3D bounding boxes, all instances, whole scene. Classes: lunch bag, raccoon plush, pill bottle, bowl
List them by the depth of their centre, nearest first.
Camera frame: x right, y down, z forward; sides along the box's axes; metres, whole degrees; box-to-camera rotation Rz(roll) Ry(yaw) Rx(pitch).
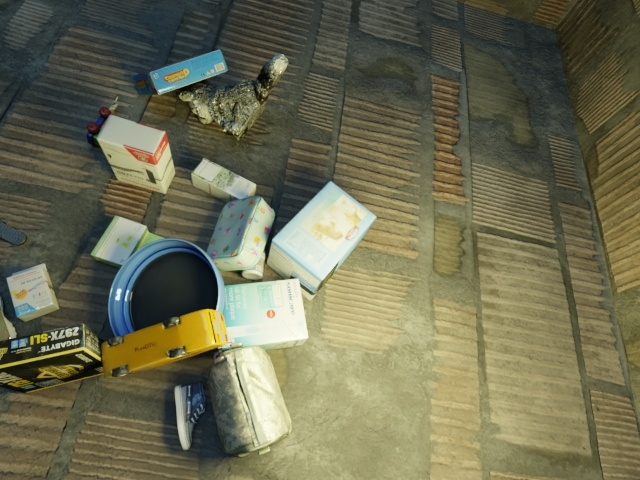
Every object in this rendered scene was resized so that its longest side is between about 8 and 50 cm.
[{"bbox_3d":[-0.216,0.473,1.215,0.213,0.256,0.305,-14,68,-19],"label":"lunch bag"},{"bbox_3d":[-0.492,0.190,1.312,0.392,0.077,0.390,-3,75,12],"label":"bowl"},{"bbox_3d":[-0.295,-0.027,1.478,0.108,0.224,0.279,44,49,-40],"label":"lunch bag"},{"bbox_3d":[-0.246,0.070,1.507,0.078,0.078,0.137,8,63,-9],"label":"pill bottle"},{"bbox_3d":[-0.363,-0.643,1.669,0.299,0.446,0.216,38,19,-8],"label":"raccoon plush"}]

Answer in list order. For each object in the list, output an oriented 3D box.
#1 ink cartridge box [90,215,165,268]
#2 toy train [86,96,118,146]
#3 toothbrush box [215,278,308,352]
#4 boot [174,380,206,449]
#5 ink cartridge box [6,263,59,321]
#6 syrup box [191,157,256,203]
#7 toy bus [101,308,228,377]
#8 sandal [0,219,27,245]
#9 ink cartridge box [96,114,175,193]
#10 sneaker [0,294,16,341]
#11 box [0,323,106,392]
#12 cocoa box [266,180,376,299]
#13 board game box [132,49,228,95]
[{"bbox_3d":[-0.659,0.028,1.450,0.235,0.056,0.171,19,61,-1],"label":"ink cartridge box"},{"bbox_3d":[-0.815,-0.470,1.637,0.144,0.105,0.247,25,61,-12],"label":"toy train"},{"bbox_3d":[-0.209,0.264,1.394,0.296,0.126,0.216,-3,65,-15],"label":"toothbrush box"},{"bbox_3d":[-0.395,0.534,1.249,0.086,0.069,0.189,-10,65,-14],"label":"boot"},{"bbox_3d":[-0.939,0.157,1.317,0.104,0.061,0.181,-23,71,-22],"label":"ink cartridge box"},{"bbox_3d":[-0.382,-0.220,1.608,0.237,0.096,0.093,28,64,1],"label":"syrup box"},{"bbox_3d":[-0.449,0.297,1.166,0.333,0.130,0.108,-20,73,7],"label":"toy bus"},{"bbox_3d":[-1.103,-0.038,1.395,0.179,0.040,0.067,35,67,-11],"label":"sandal"},{"bbox_3d":[-0.664,-0.306,1.489,0.197,0.273,0.114,16,66,-4],"label":"ink cartridge box"},{"bbox_3d":[-1.036,0.218,1.241,0.100,0.108,0.271,-36,75,-23],"label":"sneaker"},{"bbox_3d":[-0.748,0.335,1.126,0.257,0.322,0.079,-9,65,-17],"label":"box"},{"bbox_3d":[0.000,0.000,1.511,0.231,0.228,0.347,38,63,7],"label":"cocoa box"},{"bbox_3d":[-0.594,-0.701,1.701,0.308,0.086,0.302,-32,32,-25],"label":"board game box"}]
